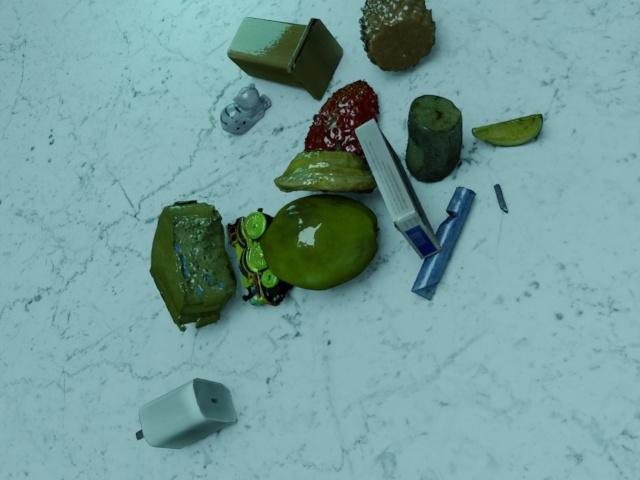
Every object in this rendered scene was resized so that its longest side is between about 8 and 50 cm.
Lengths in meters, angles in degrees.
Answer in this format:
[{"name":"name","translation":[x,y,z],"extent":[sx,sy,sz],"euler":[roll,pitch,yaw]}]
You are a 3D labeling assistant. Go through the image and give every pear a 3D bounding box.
[{"name":"pear","translation":[0.000,0.000,1.849],"extent":[0.321,0.269,0.269],"euler":[-13,66,4]}]

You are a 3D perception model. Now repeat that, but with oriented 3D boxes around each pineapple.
[{"name":"pineapple","translation":[0.199,-0.679,2.036],"extent":[0.223,0.223,0.357],"euler":[-26,54,16]}]

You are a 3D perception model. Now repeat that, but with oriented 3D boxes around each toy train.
[{"name":"toy train","translation":[0.468,-0.107,1.798],"extent":[0.017,0.017,0.083],"euler":[-21,64,21]},{"name":"toy train","translation":[-0.176,0.055,2.008],"extent":[0.160,0.100,0.296],"euler":[-26,63,24]}]

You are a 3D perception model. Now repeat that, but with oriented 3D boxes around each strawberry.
[{"name":"strawberry","translation":[0.051,-0.349,2.020],"extent":[0.233,0.137,0.306],"euler":[-6,71,26]}]

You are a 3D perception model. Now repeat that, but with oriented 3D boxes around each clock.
[{"name":"clock","translation":[-0.253,-0.417,2.199],"extent":[0.176,0.117,0.080],"euler":[-40,60,9]}]

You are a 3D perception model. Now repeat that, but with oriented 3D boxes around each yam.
[{"name":"yam","translation":[0.300,-0.268,1.828],"extent":[0.154,0.254,0.154],"euler":[-2,61,3]}]

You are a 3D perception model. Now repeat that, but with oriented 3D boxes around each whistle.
[{"name":"whistle","translation":[0.321,0.006,1.803],"extent":[0.062,0.062,0.304],"euler":[21,82,30]}]

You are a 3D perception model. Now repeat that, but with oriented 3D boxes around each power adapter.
[{"name":"power adapter","translation":[-0.388,0.489,1.903],"extent":[0.255,0.187,0.124],"euler":[-28,61,15]}]

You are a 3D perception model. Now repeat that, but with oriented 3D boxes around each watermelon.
[{"name":"watermelon","translation":[0.499,-0.302,1.814],"extent":[0.181,0.092,0.075],"euler":[-10,54,31]}]

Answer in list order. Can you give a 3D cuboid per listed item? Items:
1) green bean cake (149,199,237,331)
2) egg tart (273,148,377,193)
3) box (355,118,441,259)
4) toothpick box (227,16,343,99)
[{"name":"green bean cake","translation":[-0.345,0.065,1.998],"extent":[0.310,0.202,0.285],"euler":[62,142,29]},{"name":"egg tart","translation":[0.017,-0.182,1.883],"extent":[0.290,0.290,0.115],"euler":[3,93,27]},{"name":"box","translation":[0.199,-0.135,1.798],"extent":[0.065,0.200,0.343],"euler":[-28,52,13]},{"name":"toothpick box","translation":[-0.119,-0.583,2.162],"extent":[0.308,0.190,0.187],"euler":[21,84,34]}]
